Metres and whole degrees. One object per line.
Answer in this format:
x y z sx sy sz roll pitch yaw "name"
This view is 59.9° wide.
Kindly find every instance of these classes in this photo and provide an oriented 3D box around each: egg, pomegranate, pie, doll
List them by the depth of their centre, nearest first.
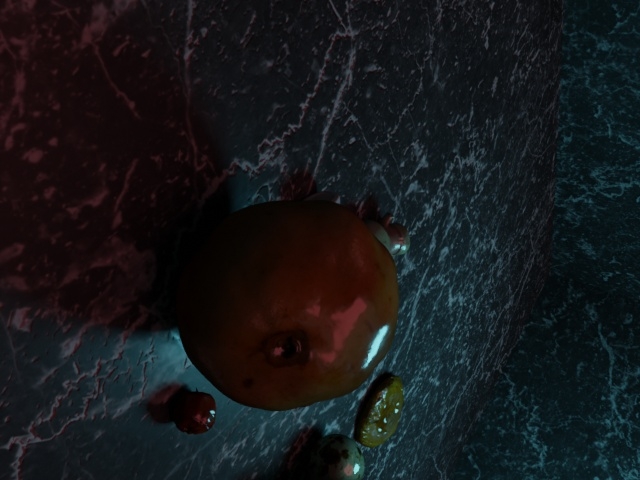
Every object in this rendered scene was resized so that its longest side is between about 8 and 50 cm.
-0.063 0.115 1.030 0.411 0.411 0.412 -30 130 -45 "pomegranate"
0.156 0.004 1.512 0.274 0.113 0.155 -9 97 -52 "doll"
0.046 0.673 1.649 0.169 0.169 0.231 -47 152 -32 "egg"
0.218 0.601 1.955 0.273 0.069 0.274 -23 120 -48 "pie"

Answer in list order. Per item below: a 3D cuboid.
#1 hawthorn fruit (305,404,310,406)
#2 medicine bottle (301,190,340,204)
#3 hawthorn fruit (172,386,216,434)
-0.076 0.256 1.248 0.243 0.207 0.208 34 77 -43 "hawthorn fruit"
0.000 0.000 1.319 0.115 0.078 0.219 -37 133 -43 "medicine bottle"
-0.255 0.346 1.130 0.093 0.093 0.093 -30 130 -45 "hawthorn fruit"
